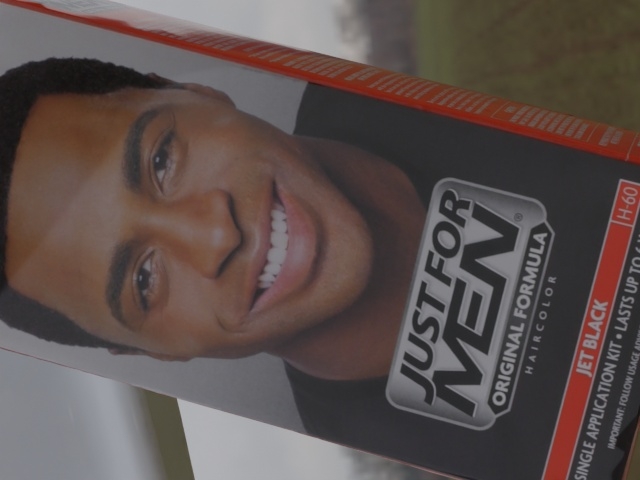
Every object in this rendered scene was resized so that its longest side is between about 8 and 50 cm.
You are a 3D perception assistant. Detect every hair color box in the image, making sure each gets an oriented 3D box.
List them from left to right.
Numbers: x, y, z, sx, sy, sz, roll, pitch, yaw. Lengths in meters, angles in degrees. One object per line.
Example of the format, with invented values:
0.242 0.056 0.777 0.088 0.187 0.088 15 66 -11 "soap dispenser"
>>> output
0.000 0.000 0.368 0.043 0.141 0.072 -37 -39 -73 "hair color box"

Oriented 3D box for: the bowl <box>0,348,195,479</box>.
-0.128 0.048 0.686 0.298 0.134 0.297 166 90 -87 "bowl"
